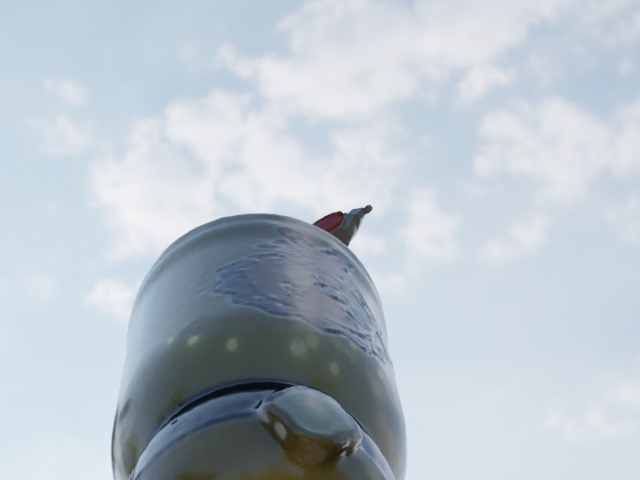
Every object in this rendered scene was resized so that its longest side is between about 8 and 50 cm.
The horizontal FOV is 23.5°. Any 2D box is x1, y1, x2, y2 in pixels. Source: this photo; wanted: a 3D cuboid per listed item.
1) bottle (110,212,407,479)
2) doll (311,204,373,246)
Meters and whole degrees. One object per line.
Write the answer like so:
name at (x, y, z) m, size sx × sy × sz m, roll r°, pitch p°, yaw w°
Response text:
bottle at (-0.031, 0.112, 0.861) m, size 0.172 × 0.351 × 0.171 m, roll -1°, pitch -73°, yaw -4°
doll at (0.001, 0.001, 1.417) m, size 0.114 × 0.039 × 0.057 m, roll -28°, pitch -2°, yaw 2°
